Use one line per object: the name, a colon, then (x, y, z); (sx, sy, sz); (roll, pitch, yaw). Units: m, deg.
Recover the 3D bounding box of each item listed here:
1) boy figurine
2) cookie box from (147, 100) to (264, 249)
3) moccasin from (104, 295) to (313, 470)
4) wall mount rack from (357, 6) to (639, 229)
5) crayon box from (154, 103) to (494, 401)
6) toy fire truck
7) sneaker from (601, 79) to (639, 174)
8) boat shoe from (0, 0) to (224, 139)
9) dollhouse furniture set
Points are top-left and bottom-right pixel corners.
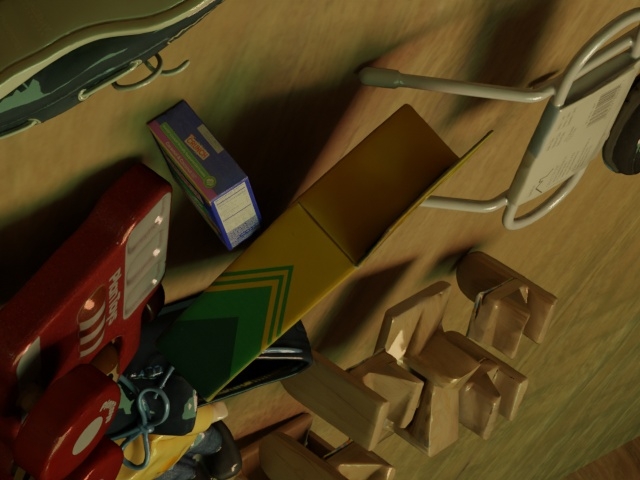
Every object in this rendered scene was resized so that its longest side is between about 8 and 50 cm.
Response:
boy figurine: (-0.184, 0.238, 1.789); (0.177, 0.092, 0.285); (-36, 162, 9)
cookie box: (-0.094, -0.053, 1.308); (0.040, 0.092, 0.107); (-36, 158, -9)
moccasin: (-0.155, 0.139, 1.583); (0.342, 0.117, 0.138); (-25, 156, -24)
wall mount rack: (0.177, -0.124, 1.534); (0.304, 0.130, 0.350); (-30, 158, -23)
crayon box: (0.000, 0.000, 1.431); (0.318, 0.081, 0.202); (-43, 180, 43)
toy fire truck: (-0.216, 0.095, 1.370); (0.254, 0.169, 0.302); (-49, 164, -28)
sneaker: (0.486, -0.177, 1.856); (0.341, 0.140, 0.125); (-40, 160, 13)
boat shoe: (-0.150, -0.138, 1.038); (0.254, 0.095, 0.079); (-33, 157, -3)
dollhouse furniture set: (0.048, 0.212, 1.962); (0.362, 0.256, 0.394); (-26, 139, -45)
